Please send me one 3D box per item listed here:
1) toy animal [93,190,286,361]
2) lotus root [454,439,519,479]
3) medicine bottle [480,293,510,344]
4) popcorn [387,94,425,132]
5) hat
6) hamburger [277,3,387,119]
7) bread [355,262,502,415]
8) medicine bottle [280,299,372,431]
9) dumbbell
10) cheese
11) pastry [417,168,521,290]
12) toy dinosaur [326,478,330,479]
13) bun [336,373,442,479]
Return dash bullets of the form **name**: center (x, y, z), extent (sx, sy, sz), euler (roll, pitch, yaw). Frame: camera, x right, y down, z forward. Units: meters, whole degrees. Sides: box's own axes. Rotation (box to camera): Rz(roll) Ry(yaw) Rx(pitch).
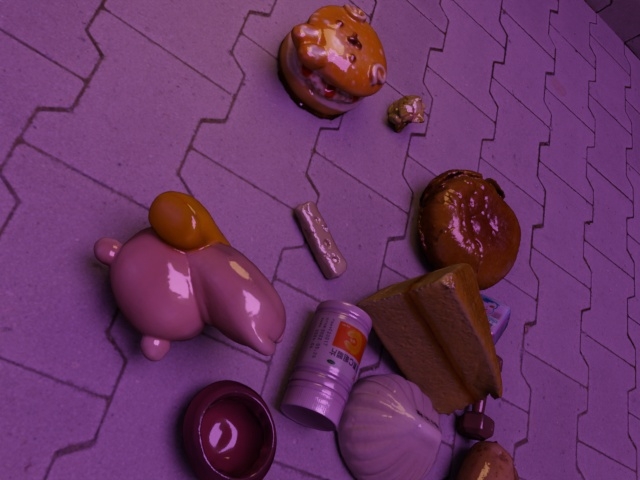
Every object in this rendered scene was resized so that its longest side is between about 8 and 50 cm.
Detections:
- **toy animal**: center (-0.239, 0.100, 1.105), extent (0.247, 0.277, 0.345), euler (-41, 91, -10)
- **lotus root**: center (0.383, 0.609, 1.434), extent (0.160, 0.146, 0.284), euler (50, 54, -14)
- **medicine bottle**: center (0.409, 0.234, 1.597), extent (0.188, 0.119, 0.094), euler (-41, 144, -39)
- **popcorn**: center (0.242, -0.361, 1.701), extent (0.109, 0.097, 0.089), euler (-50, 122, -10)
- **hat**: center (-0.172, 0.366, 1.129), extent (0.206, 0.089, 0.205), euler (17, 59, -32)
- **hamburger**: center (0.029, -0.462, 1.515), extent (0.303, 0.186, 0.260), euler (1, 73, -35)
- **bread**: center (0.277, 0.256, 1.392), extent (0.245, 0.233, 0.361), euler (-20, 90, -66)
- **medicine bottle**: center (0.014, 0.261, 1.282), extent (0.133, 0.133, 0.249), euler (38, 55, -21)
- **dumbbell**: center (0.416, 0.402, 1.577), extent (0.092, 0.082, 0.230), euler (32, 57, -24)
- **cheese**: center (0.000, 0.000, 1.422), extent (0.065, 0.043, 0.194), euler (-30, 96, -35)
- **pastry**: center (0.411, -0.030, 1.674), extent (0.356, 0.164, 0.355), euler (14, 67, -37)
- **toy dinosaur**: center (0.073, 0.721, 1.208), extent (0.301, 0.087, 0.447), euler (-44, 101, -32)
- **bun**: center (0.182, 0.418, 1.332), extent (0.263, 0.175, 0.263), euler (14, 67, -36)
